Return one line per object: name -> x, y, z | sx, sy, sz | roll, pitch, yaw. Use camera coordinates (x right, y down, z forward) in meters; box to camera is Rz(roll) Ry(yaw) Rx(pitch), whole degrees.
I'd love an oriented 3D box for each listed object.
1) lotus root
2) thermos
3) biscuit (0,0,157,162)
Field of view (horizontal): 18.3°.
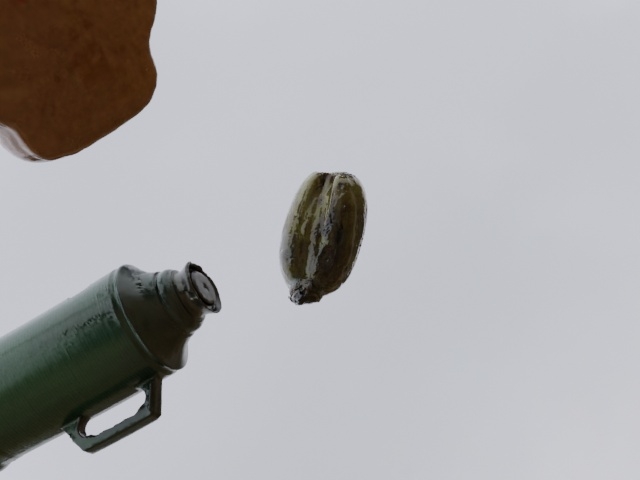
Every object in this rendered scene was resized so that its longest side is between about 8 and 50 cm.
lotus root -> 0.000, 0.000, 1.287 | 0.049, 0.054, 0.099 | 60, -139, -62
thermos -> -0.143, 0.072, 1.141 | 0.187, 0.083, 0.073 | -30, -58, 16
biscuit -> -0.186, -0.197, 0.974 | 0.202, 0.047, 0.334 | -34, -78, -32
